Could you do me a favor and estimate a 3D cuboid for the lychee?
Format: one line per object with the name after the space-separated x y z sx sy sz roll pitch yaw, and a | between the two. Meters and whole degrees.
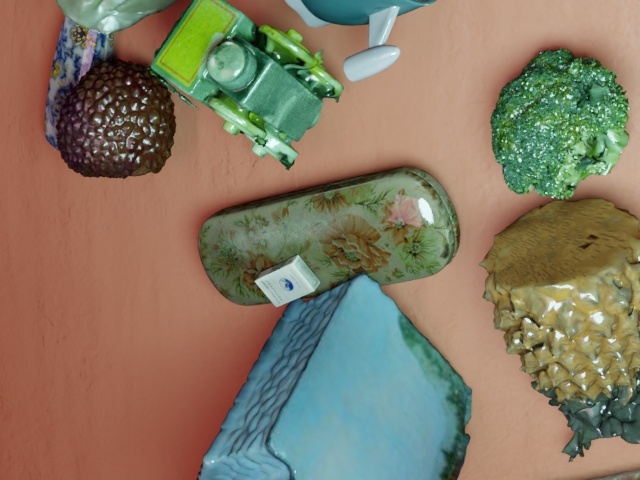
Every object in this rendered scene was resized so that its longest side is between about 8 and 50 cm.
-0.310 -0.184 1.497 0.188 0.188 0.188 11 112 28 | lychee

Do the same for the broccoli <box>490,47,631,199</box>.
0.285 -0.139 1.174 0.156 0.195 0.196 7 115 -8 | broccoli

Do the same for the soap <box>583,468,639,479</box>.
0.382 0.389 1.275 0.273 0.218 0.098 -22 111 31 | soap

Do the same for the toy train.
-0.091 -0.213 1.306 0.188 0.271 0.159 37 95 20 | toy train

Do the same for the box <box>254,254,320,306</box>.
-0.048 0.059 1.406 0.083 0.024 0.054 -25 108 41 | box

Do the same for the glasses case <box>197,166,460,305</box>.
0.000 0.000 1.421 0.425 0.098 0.157 -11 107 34 | glasses case

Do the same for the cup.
0.043 -0.346 1.239 0.173 0.167 0.300 -12 75 43 | cup

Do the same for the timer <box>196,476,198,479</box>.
-0.079 0.465 1.550 0.285 0.285 0.285 11 112 28 | timer

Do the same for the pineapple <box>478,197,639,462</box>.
0.333 0.139 1.226 0.222 0.223 0.357 -1 125 31 | pineapple

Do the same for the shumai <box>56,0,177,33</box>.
-0.252 -0.450 1.335 0.329 0.292 0.289 -16 107 13 | shumai

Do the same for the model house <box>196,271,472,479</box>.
-0.029 0.292 1.386 0.339 0.360 0.297 -21 121 43 | model house

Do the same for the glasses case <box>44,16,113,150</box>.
-0.390 -0.254 1.587 0.086 0.065 0.248 28 118 17 | glasses case
